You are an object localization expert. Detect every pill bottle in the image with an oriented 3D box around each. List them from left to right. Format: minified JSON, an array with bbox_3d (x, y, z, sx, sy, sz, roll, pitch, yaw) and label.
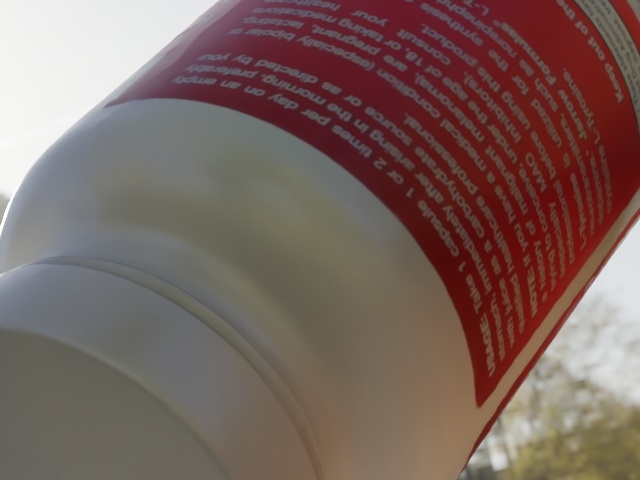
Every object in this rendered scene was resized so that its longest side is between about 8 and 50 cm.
[{"bbox_3d":[0.000,0.000,0.901,0.229,0.229,0.408,-24,16,42],"label":"pill bottle"}]
